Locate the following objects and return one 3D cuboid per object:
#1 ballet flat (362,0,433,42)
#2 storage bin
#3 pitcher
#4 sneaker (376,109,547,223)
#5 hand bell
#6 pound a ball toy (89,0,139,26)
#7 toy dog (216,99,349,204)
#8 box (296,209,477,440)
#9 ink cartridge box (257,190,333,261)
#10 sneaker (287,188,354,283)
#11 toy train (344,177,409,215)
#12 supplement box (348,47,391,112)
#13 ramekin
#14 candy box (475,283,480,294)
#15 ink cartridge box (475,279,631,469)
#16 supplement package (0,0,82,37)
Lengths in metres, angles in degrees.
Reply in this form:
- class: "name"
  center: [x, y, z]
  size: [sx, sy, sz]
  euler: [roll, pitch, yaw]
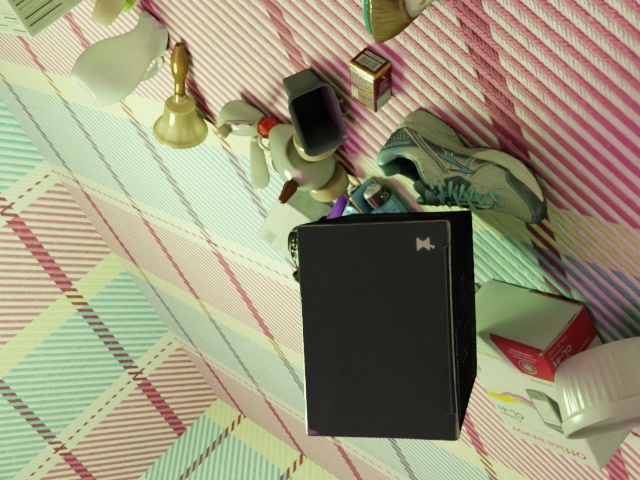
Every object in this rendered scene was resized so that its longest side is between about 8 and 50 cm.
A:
- class: "ballet flat"
  center: [0.111, -0.370, 1.073]
  size: [0.124, 0.116, 0.342]
  euler: [15, 144, 19]
- class: "storage bin"
  center: [-0.011, -0.233, 1.543]
  size: [0.091, 0.098, 0.135]
  euler: [-116, 3, -45]
- class: "pitcher"
  center: [-0.418, -0.363, 1.873]
  size: [0.125, 0.207, 0.177]
  euler: [39, 159, 17]
- class: "sneaker"
  center: [0.209, -0.084, 1.347]
  size: [0.283, 0.122, 0.110]
  euler: [32, 154, 30]
- class: "hand bell"
  center: [-0.306, -0.326, 1.910]
  size: [0.126, 0.126, 0.242]
  euler: [36, 145, 22]
- class: "pound a ball toy"
  center: [-0.431, -0.546, 1.624]
  size: [0.319, 0.136, 0.208]
  euler: [46, -166, -1]
- class: "toy dog"
  center: [-0.095, -0.160, 1.709]
  size: [0.334, 0.161, 0.220]
  euler: [13, 141, 54]
- class: "box"
  center: [0.118, 0.107, 1.339]
  size: [0.212, 0.293, 0.395]
  euler: [-2, -177, 13]
- class: "ink cartridge box"
  center: [-0.011, -0.002, 1.979]
  size: [0.239, 0.060, 0.275]
  euler: [35, 158, -2]
- class: "sneaker"
  center: [-0.001, 0.001, 1.797]
  size: [0.146, 0.102, 0.293]
  euler: [33, 133, 21]
- class: "toy train"
  center: [0.126, -0.035, 1.654]
  size: [0.184, 0.080, 0.105]
  euler: [52, 149, -12]
- class: "supplement box"
  center: [0.079, -0.252, 1.392]
  size: [0.055, 0.043, 0.083]
  euler: [35, 155, 24]
- class: "ramekin"
  center: [0.457, 0.223, 1.345]
  size: [0.207, 0.207, 0.109]
  euler: [105, 154, -65]
- class: "candy box"
  center: [0.260, 0.161, 1.758]
  size: [0.159, 0.071, 0.233]
  euler: [53, 157, -18]
- class: "ink cartridge box"
  center: [0.396, 0.236, 1.568]
  size: [0.226, 0.131, 0.306]
  euler: [13, 140, 53]
- class: "supplement package"
  center: [-0.640, -0.564, 1.918]
  size: [0.262, 0.204, 0.145]
  euler: [21, 148, 47]
